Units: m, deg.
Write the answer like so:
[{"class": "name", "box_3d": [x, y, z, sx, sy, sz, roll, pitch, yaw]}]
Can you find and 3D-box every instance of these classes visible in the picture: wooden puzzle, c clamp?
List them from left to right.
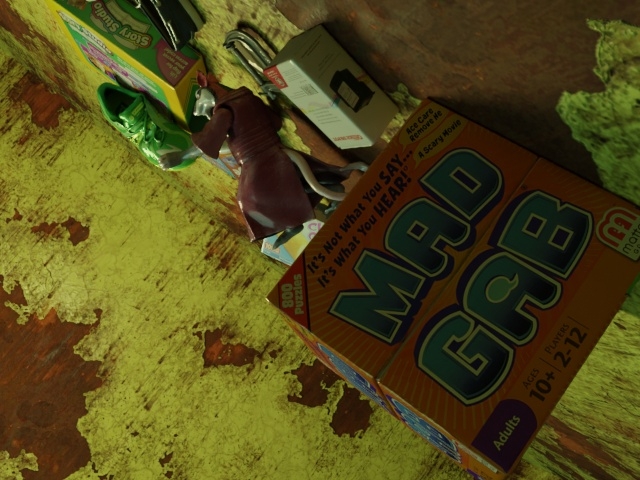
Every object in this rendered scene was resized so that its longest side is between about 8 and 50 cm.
[{"class": "wooden puzzle", "box_3d": [-0.121, -0.327, 1.216, 0.116, 0.014, 0.078, 38, 165, 0]}, {"class": "c clamp", "box_3d": [-0.117, -0.303, 1.205, 0.137, 0.022, 0.160, 20, 157, 49]}]

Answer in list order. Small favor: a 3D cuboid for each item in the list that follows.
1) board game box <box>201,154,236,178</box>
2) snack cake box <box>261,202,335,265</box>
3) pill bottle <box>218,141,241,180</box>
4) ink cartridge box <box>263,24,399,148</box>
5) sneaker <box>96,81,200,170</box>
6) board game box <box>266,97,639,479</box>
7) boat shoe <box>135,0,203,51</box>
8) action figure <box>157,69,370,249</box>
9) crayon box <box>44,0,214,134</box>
[{"class": "board game box", "box_3d": [-0.318, -0.275, 1.955, 0.160, 0.047, 0.210, 32, 167, 25]}, {"class": "snack cake box", "box_3d": [0.000, 0.000, 1.668, 0.264, 0.089, 0.152, 24, 121, 18]}, {"class": "pill bottle", "box_3d": [-0.157, -0.193, 1.592, 0.121, 0.121, 0.216, 29, 167, 38]}, {"class": "ink cartridge box", "box_3d": [0.015, -0.225, 1.041, 0.175, 0.072, 0.127, 42, 168, -21]}, {"class": "sneaker", "box_3d": [-0.400, -0.258, 1.576, 0.296, 0.109, 0.123, 33, 172, 12]}, {"class": "board game box", "box_3d": [0.205, 0.095, 0.999, 0.356, 0.356, 0.356, 33, 168, 22]}, {"class": "boat shoe", "box_3d": [-0.308, -0.436, 1.185, 0.095, 0.079, 0.254, 28, 165, 44]}, {"class": "action figure", "box_3d": [-0.125, -0.175, 1.323, 0.276, 0.248, 0.370, -24, 102, 49]}, {"class": "crayon box", "box_3d": [-0.414, -0.411, 1.557, 0.363, 0.106, 0.313, 36, 168, 5]}]
